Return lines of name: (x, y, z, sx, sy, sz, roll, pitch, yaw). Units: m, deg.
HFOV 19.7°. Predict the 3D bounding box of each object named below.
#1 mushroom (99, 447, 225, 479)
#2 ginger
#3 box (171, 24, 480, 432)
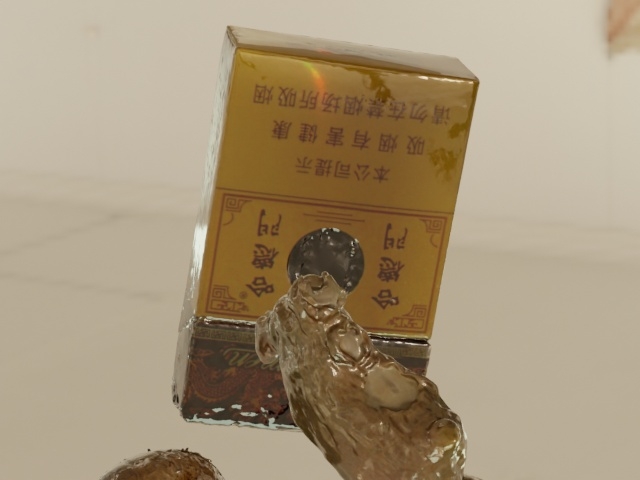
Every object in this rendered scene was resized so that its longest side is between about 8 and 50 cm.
mushroom: (-0.110, 0.183, 1.153, 0.085, 0.126, 0.109, 42, -171, 6)
ginger: (0.071, 0.140, 1.083, 0.084, 0.290, 0.122, -41, -179, -37)
box: (0.000, 0.000, 1.942, 0.264, 0.415, 0.116, 7, -163, -13)
